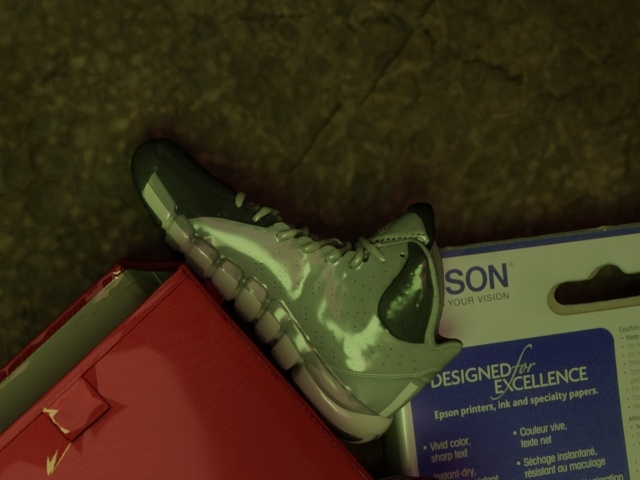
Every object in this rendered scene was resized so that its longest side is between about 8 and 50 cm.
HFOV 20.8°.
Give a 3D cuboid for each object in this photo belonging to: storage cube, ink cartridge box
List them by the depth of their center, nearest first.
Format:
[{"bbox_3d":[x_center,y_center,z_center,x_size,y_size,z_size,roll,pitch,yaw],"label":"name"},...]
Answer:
[{"bbox_3d":[-0.101,0.142,1.000,0.215,0.184,0.193,-43,102,-13],"label":"storage cube"},{"bbox_3d":[0.192,0.144,1.154,0.304,0.072,0.307,-7,90,-15],"label":"ink cartridge box"}]

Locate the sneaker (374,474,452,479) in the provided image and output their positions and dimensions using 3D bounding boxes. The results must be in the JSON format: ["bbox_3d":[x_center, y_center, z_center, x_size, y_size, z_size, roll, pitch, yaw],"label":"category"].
[{"bbox_3d":[0.004,0.228,1.034,0.221,0.128,0.087,-42,100,-12],"label":"sneaker"}]

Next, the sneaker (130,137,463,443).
[{"bbox_3d":[0.000,0.000,1.056,0.132,0.086,0.228,-40,93,11],"label":"sneaker"}]
